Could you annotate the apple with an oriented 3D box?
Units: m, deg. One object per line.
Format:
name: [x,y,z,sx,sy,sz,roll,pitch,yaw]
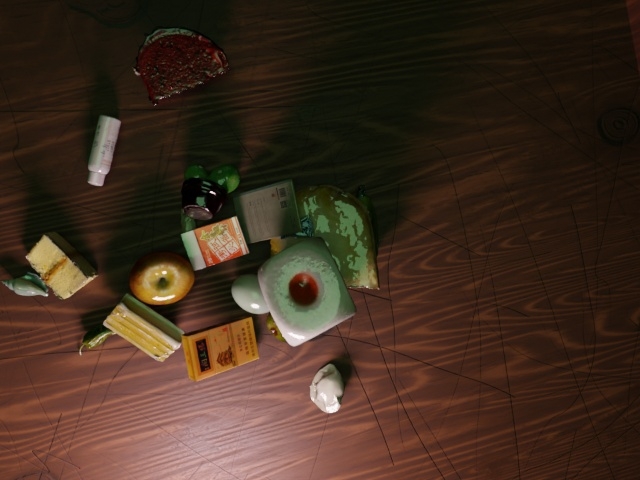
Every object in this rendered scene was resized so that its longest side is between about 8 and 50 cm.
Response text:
apple: [-0.607,0.142,1.786,0.234,0.173,0.210,14,91,-17]

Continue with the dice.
dice: [-0.045,0.182,1.657,0.277,0.304,0.304,-28,81,1]

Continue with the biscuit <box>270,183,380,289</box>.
biscuit: [0.000,0.000,1.871,0.429,0.104,0.446,-8,90,8]

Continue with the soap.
soap: [-0.670,0.336,1.771,0.274,0.089,0.173,39,127,-15]

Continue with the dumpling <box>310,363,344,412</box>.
dumpling: [0.025,0.612,1.913,0.150,0.092,0.177,-10,98,8]

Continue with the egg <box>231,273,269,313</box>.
egg: [-0.259,0.210,1.835,0.192,0.149,0.149,22,89,-1]

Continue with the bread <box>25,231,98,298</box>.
bread: [-1.000,0.108,1.754,0.178,0.135,0.240,-41,98,-4]

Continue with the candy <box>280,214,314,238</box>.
candy: [-0.093,-0.053,1.810,0.136,0.038,0.088,-4,88,11]

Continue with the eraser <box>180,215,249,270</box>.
eraser: [-0.414,0.010,1.833,0.230,0.038,0.157,-18,101,-5]

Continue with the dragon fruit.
dragon fruit: [-0.551,-0.699,1.806,0.343,0.100,0.282,-26,92,-8]

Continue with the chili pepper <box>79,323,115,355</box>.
chili pepper: [-0.868,0.375,1.806,0.204,0.072,0.073,-28,96,-7]

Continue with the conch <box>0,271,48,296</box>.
conch: [-1.134,0.171,1.784,0.180,0.088,0.065,17,133,-14]

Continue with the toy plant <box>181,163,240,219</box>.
toy plant: [-0.436,-0.203,1.806,0.218,0.175,0.235,11,64,-1]

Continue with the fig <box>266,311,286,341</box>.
fig: [-0.094,0.304,1.892,0.259,0.151,0.151,-32,95,-32]

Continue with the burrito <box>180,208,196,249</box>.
burrito: [-0.525,-0.043,1.852,0.058,0.045,0.188,-6,95,9]

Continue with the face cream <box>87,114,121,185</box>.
face cream: [-0.841,-0.344,1.791,0.082,0.082,0.269,12,90,-7]

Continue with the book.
book: [-0.211,-0.108,1.823,0.282,0.025,0.215,-10,92,27]

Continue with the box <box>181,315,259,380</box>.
box: [-0.385,0.413,1.801,0.274,0.076,0.174,-12,92,-38]

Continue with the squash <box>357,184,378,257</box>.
squash: [0.192,-0.065,1.916,0.087,0.087,0.332,-7,92,-6]
